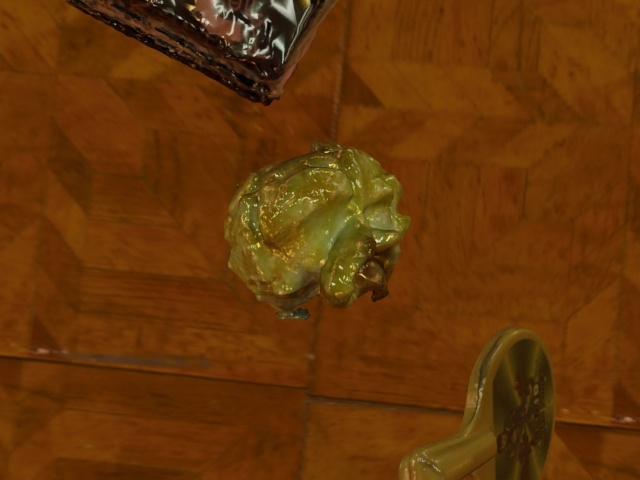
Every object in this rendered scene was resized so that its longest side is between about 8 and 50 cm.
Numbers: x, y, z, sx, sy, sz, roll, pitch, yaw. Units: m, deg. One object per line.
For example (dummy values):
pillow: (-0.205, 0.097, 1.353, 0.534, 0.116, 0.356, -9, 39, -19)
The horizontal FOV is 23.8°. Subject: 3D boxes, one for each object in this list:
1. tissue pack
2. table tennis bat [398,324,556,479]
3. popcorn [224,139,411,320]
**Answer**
tissue pack: (-0.119, -0.285, 1.202, 0.332, 0.123, 0.245, 28, 77, 2)
table tennis bat: (0.167, 0.196, 1.520, 0.050, 0.321, 0.198, 4, 100, 30)
popcorn: (0.000, 0.000, 1.495, 0.198, 0.198, 0.212, -47, 46, 1)
